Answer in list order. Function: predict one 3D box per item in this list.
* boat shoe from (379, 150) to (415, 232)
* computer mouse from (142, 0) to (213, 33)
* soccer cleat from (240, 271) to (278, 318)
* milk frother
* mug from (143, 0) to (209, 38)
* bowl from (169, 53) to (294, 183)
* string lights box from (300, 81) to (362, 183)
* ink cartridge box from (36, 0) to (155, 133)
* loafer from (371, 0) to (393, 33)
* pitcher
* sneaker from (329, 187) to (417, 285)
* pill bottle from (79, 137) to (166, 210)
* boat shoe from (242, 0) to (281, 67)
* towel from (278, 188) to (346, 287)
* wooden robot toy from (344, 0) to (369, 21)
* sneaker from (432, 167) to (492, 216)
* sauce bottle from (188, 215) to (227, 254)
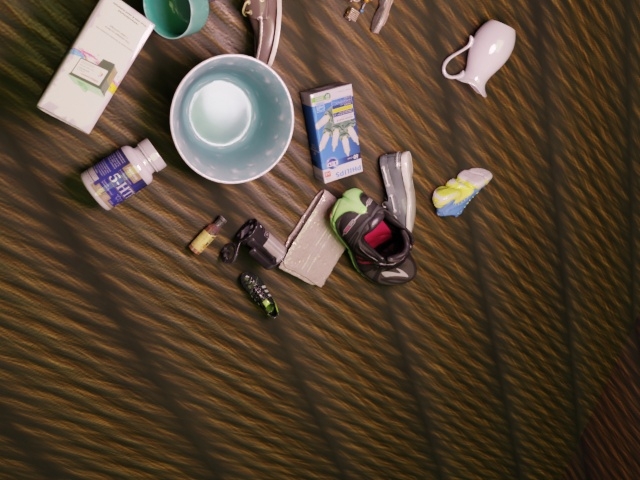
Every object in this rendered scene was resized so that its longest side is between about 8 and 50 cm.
[{"bbox_3d":[0.251,-0.141,1.715,0.098,0.116,0.320,3,125,19],"label":"boat shoe"},{"bbox_3d":[-0.309,-0.624,1.253,0.272,0.072,0.189,-20,120,-4],"label":"computer mouse"},{"bbox_3d":[-0.182,0.168,1.623,0.060,0.072,0.179,-39,121,-7],"label":"soccer cleat"},{"bbox_3d":[-0.200,0.033,1.559,0.143,0.129,0.135,-21,129,34],"label":"milk frother"},{"bbox_3d":[-0.310,-0.538,1.181,0.129,0.097,0.158,38,126,1],"label":"mug"},{"bbox_3d":[-0.240,-0.315,1.349,0.311,0.163,0.312,-10,114,-23],"label":"bowl"},{"bbox_3d":[0.034,-0.313,1.532,0.133,0.076,0.260,-20,118,-19],"label":"string lights box"},{"bbox_3d":[-0.499,-0.393,1.168,0.117,0.201,0.278,31,95,-32],"label":"ink cartridge box"},{"bbox_3d":[0.181,-0.645,1.491,0.039,0.045,0.125,10,103,-35],"label":"loafer"},{"bbox_3d":[0.488,-0.575,1.631,0.177,0.125,0.207,19,113,-15],"label":"pitcher"},{"bbox_3d":[0.194,0.033,1.642,0.185,0.202,0.483,-51,139,-4],"label":"sneaker"},{"bbox_3d":[-0.487,-0.170,1.318,0.186,0.112,0.112,-36,121,-8],"label":"pill bottle"},{"bbox_3d":[-0.147,-0.602,1.310,0.096,0.116,0.325,0,106,-21],"label":"boat shoe"},{"bbox_3d":[0.000,0.000,1.660,0.187,0.049,0.282,31,94,-33],"label":"towel"},{"bbox_3d":[0.131,-0.676,1.432,0.076,0.079,0.173,40,89,-32],"label":"wooden robot toy"},{"bbox_3d":[0.484,-0.159,1.820,0.240,0.091,0.126,-24,137,-16],"label":"sneaker"},{"bbox_3d":[-0.318,-0.017,1.501,0.128,0.042,0.042,-46,122,0],"label":"sauce bottle"}]
